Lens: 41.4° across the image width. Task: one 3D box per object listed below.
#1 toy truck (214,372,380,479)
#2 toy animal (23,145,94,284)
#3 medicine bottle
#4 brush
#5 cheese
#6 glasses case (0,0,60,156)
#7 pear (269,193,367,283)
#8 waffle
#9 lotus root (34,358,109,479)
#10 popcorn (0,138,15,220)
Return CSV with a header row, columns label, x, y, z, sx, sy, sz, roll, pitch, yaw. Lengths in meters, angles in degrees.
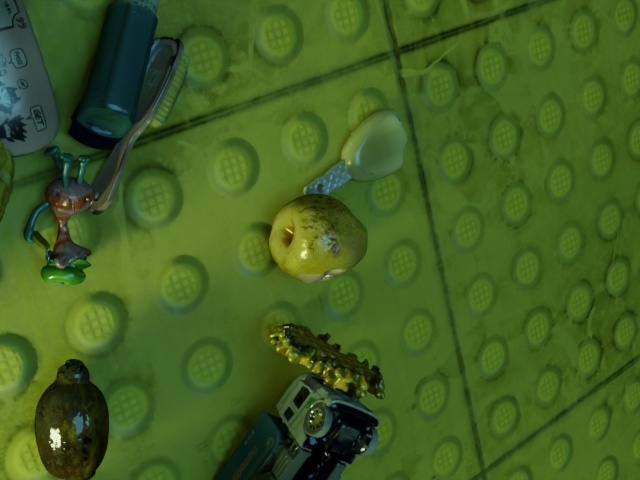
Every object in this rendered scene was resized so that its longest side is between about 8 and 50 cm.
label,x,y,z,sx,sy,sz,roll,pitch,yaw
toy truck,-0.060,0.409,1.503,0.146,0.175,0.367,31,98,-37
toy animal,-0.399,-0.038,1.294,0.103,0.100,0.208,4,104,-14
medicine bottle,-0.312,-0.274,1.313,0.079,0.124,0.258,19,74,-28
brush,-0.287,-0.178,1.366,0.067,0.072,0.313,31,79,-49
cheese,0.067,-0.147,1.633,0.255,0.050,0.127,-38,118,-23
glasses case,-0.469,-0.273,1.210,0.122,0.075,0.314,-26,111,-33
pear,0.000,0.000,1.534,0.178,0.178,0.178,-6,101,-35
waffle,0.013,0.213,1.531,0.228,0.231,0.051,25,96,-13
lotus root,-0.390,0.287,1.326,0.120,0.120,0.210,-7,103,-35
popcorn,-0.531,-0.072,1.090,0.237,0.293,0.293,35,76,-31
